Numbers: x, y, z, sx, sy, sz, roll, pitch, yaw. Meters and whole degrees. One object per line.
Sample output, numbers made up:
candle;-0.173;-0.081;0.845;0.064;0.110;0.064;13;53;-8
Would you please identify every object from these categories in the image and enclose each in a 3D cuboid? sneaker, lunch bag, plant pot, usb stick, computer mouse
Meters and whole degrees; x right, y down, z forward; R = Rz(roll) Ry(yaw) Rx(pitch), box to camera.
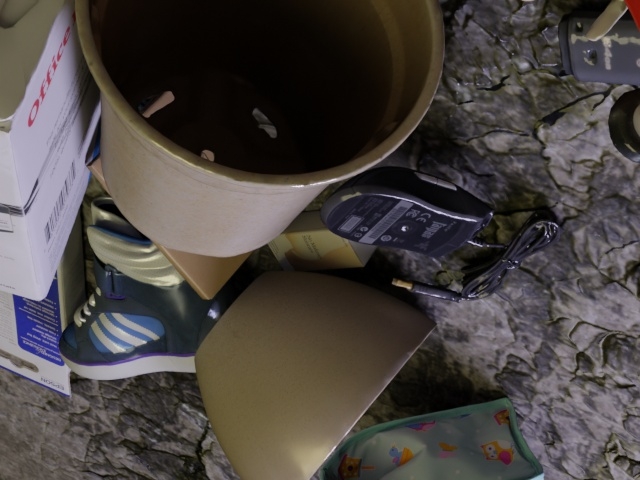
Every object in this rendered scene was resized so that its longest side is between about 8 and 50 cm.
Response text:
sneaker;-0.241;0.044;2.000;0.323;0.130;0.236;-4;120;42
lunch bag;0.119;0.324;1.923;0.262;0.160;0.223;-13;137;-13
plant pot;-0.085;-0.141;1.569;0.334;0.334;0.305;32;153;0
usb stick;0.346;-0.165;1.430;0.278;0.045;0.077;8;136;28
computer mouse;0.103;-0.010;1.697;0.262;0.060;0.184;10;146;-23
plant pot;-0.030;0.144;1.840;0.191;0.284;0.284;40;142;5

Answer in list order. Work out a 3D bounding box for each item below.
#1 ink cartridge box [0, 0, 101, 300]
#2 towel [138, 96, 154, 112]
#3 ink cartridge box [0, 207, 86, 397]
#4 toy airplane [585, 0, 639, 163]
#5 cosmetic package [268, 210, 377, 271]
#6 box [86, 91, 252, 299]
ink cartridge box;-0.315;-0.156;1.606;0.166;0.285;0.395;16;155;2
towel;-0.219;-0.131;1.862;0.067;0.029;0.119;47;139;-18
ink cartridge box;-0.398;0.048;2.144;0.176;0.069;0.371;22;138;14
toy airplane;0.278;-0.278;1.208;0.386;0.272;0.384;38;146;39
cosmetic package;0.000;0.000;1.841;0.115;0.041;0.060;-6;127;38
box;-0.136;-0.063;1.773;0.201;0.164;0.021;50;154;-21
